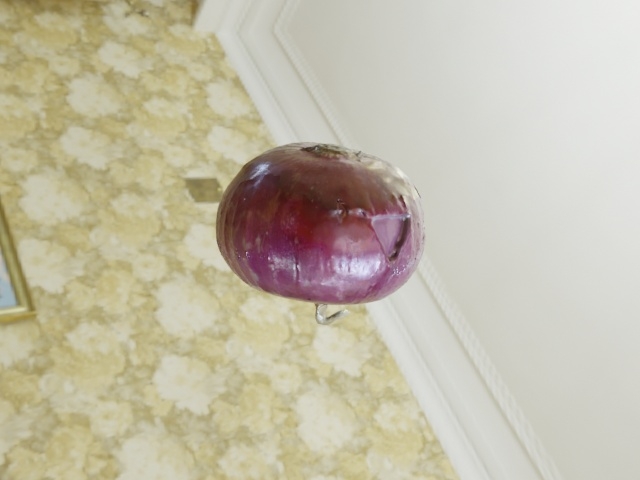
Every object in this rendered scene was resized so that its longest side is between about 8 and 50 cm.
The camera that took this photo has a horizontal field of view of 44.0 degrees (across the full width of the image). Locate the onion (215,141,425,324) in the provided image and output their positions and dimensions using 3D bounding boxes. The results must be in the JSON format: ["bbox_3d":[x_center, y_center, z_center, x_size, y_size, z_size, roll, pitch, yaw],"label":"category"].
[{"bbox_3d":[0.000,-0.010,0.666,0.177,0.177,0.153,20,-95,49],"label":"onion"}]
